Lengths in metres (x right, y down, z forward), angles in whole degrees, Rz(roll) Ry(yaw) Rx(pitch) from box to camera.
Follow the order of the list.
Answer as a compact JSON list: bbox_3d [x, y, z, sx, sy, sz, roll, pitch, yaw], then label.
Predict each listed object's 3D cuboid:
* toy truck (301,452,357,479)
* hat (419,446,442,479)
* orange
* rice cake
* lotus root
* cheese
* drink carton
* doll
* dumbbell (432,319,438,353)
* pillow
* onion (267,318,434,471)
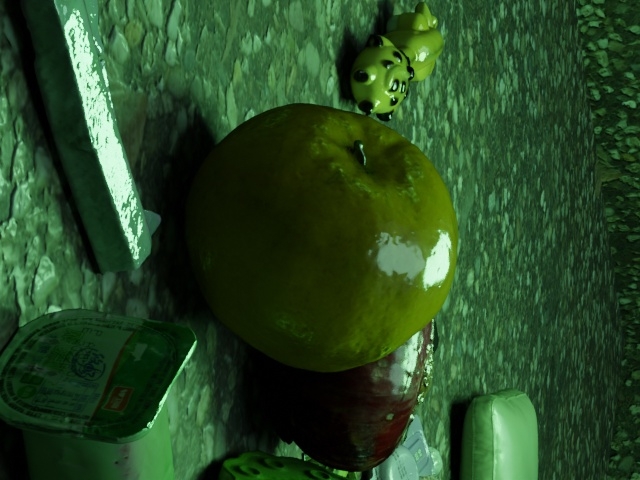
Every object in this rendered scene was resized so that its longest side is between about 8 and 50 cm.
[{"bbox_3d":[-0.011,0.314,1.881,0.169,0.077,0.100,-61,148,-54],"label":"toy truck"},{"bbox_3d":[0.146,0.369,2.375,0.162,0.094,0.112,-94,173,-48],"label":"hat"},{"bbox_3d":[0.000,0.000,1.630,0.235,0.279,0.279,-63,179,35],"label":"orange"},{"bbox_3d":[-0.191,-0.097,1.369,0.081,0.051,0.290,-57,146,-43],"label":"rice cake"},{"bbox_3d":[-0.039,0.330,1.702,0.186,0.186,0.186,1,90,-72],"label":"lotus root"},{"bbox_3d":[0.112,0.318,2.268,0.191,0.042,0.105,-30,103,-59],"label":"cheese"},{"bbox_3d":[-0.180,0.153,1.297,0.146,0.144,0.142,-65,159,-51],"label":"drink carton"},{"bbox_3d":[0.103,-0.243,2.197,0.291,0.086,0.117,-49,141,-60],"label":"doll"},{"bbox_3d":[0.095,0.071,2.156,0.100,0.100,0.191,-67,152,-49],"label":"dumbbell"},{"bbox_3d":[0.296,0.413,2.743,0.255,0.120,0.322,2,91,-70],"label":"pillow"},{"bbox_3d":[0.031,0.137,1.834,0.246,0.190,0.246,20,90,-86],"label":"onion"}]
